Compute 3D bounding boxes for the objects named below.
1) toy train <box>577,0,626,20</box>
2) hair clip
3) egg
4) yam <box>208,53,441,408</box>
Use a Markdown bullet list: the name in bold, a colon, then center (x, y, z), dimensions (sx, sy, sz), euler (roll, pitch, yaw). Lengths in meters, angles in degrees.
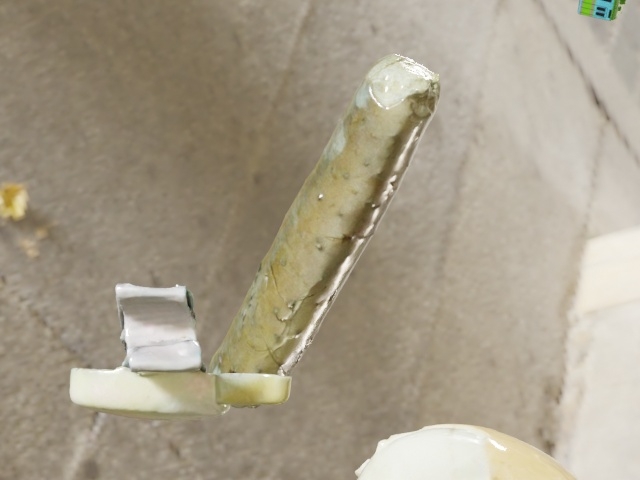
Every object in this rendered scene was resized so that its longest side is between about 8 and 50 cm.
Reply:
- **toy train**: center (0.280, -0.307, 1.432), dimensions (0.044, 0.042, 0.209), euler (-48, 150, -53)
- **hair clip**: center (-0.100, 0.091, 1.108), dimensions (0.218, 0.159, 0.071), euler (106, -10, -74)
- **egg**: center (0.120, 0.244, 1.125), dimensions (0.244, 0.201, 0.201), euler (27, 36, 9)
- **yam**: center (0.000, 0.000, 1.185), dimensions (0.067, 0.317, 0.071), euler (2, 39, -39)
